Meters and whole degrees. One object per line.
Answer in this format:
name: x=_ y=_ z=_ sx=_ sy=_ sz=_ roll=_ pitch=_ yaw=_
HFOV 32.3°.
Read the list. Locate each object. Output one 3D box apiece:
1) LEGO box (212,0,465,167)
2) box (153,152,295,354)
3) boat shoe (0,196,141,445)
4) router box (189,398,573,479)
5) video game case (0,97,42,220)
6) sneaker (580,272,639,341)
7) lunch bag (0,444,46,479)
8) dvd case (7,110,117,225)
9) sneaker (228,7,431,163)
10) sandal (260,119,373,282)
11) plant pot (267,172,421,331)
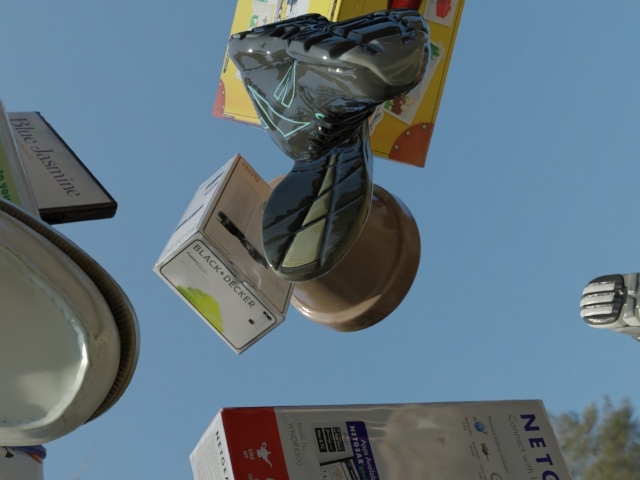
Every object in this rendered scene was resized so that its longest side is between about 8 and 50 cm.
LEGO box: x=0.042 y=-0.384 z=1.583 sx=0.193 sy=0.372 sz=0.500 roll=11 pitch=-85 yaw=-26
box: x=-0.115 y=0.010 z=1.531 sx=0.087 sy=0.290 sz=0.169 roll=-38 pitch=-74 yaw=20
boat shoe: x=-0.222 y=0.001 z=0.446 sx=0.103 sy=0.302 sz=0.113 roll=44 pitch=-111 yaw=-85
router box: x=0.081 y=0.285 z=0.823 sx=0.301 sy=0.335 sz=0.082 roll=2 pitch=-37 yaw=-27
video game case: x=-0.339 y=-0.007 z=0.950 sx=0.193 sy=0.212 sz=0.023 roll=-23 pitch=-25 yaw=-4
sneaker: x=0.426 y=0.081 z=1.270 sx=0.132 sy=0.228 sz=0.086 roll=26 pitch=-108 yaw=-36
lunch bag: x=-0.419 y=0.247 z=1.042 sx=0.303 sy=0.115 sz=0.243 roll=-23 pitch=-29 yaw=24
dvd case: x=-0.355 y=-0.073 z=1.128 sx=0.253 sy=0.180 sz=0.022 roll=-9 pitch=-45 yaw=-47
sneaker: x=0.013 y=-0.113 z=0.818 sx=0.101 sy=0.267 sz=0.106 roll=-17 pitch=-75 yaw=-17
sandal: x=0.015 y=-0.055 z=1.248 sx=0.120 sy=0.303 sz=0.086 roll=-10 pitch=-54 yaw=18
plant pot: x=0.000 y=0.000 z=1.828 sx=0.229 sy=0.263 sz=0.263 roll=28 pitch=-86 yaw=-49
